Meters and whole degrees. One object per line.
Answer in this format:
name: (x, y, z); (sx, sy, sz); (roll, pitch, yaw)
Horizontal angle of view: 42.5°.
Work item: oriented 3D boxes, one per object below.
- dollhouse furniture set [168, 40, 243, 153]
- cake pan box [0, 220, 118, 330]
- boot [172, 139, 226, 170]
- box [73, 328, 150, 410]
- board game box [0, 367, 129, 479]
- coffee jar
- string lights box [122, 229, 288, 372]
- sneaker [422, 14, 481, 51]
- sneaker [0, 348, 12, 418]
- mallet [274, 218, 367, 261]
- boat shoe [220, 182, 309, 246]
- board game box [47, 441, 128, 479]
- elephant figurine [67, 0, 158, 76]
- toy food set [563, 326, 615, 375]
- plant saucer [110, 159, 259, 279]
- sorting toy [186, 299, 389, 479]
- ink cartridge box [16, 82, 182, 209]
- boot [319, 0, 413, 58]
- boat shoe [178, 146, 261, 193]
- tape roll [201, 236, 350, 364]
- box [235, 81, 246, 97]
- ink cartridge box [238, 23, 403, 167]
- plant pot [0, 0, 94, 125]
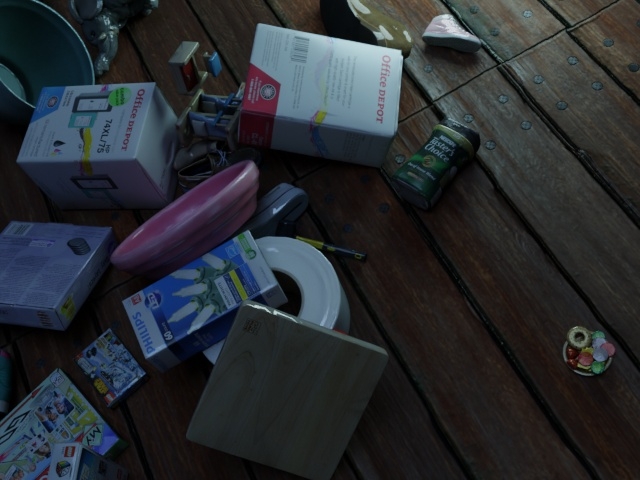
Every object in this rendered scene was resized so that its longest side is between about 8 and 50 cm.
dollhouse furniture set: (-0.229, -0.293, 1.696); (0.129, 0.184, 0.129); (7, 49, 19)
cake pan box: (-0.582, 0.064, 1.671); (0.266, 0.070, 0.246); (3, 40, 16)
boot: (-0.257, -0.191, 1.769); (0.086, 0.042, 0.118); (-8, 31, 28)
box: (-0.403, 0.247, 1.586); (0.094, 0.027, 0.137); (-41, 59, -11)
board game box: (-0.536, 0.418, 1.514); (0.317, 0.046, 0.213); (-45, 59, -12)
coffee jar: (0.230, -0.155, 1.616); (0.096, 0.079, 0.184); (33, 73, 28)
string lights box: (-0.205, 0.109, 1.465); (0.259, 0.077, 0.133); (-30, 59, -3)
sneaker: (0.293, -0.454, 1.786); (0.134, 0.051, 0.070); (17, 72, 27)
sneaker: (-0.734, 0.244, 1.617); (0.295, 0.124, 0.179); (4, 67, 9)
mallet: (0.000, 0.000, 1.605); (0.189, 0.039, 0.063); (8, 100, 15)
boat shoe: (-0.124, -0.031, 1.650); (0.226, 0.083, 0.075); (-38, 46, -21)
board game box: (-0.397, 0.504, 1.340); (0.053, 0.193, 0.306); (-4, 60, 12)
elephant figurine: (-0.530, -0.553, 2.014); (0.239, 0.169, 0.186); (-45, 29, 6)
toy food set: (0.454, 0.189, 1.394); (0.082, 0.020, 0.083); (14, 65, 22)
plant saucer: (-0.246, -0.031, 1.584); (0.332, 0.084, 0.332); (-32, 15, 10)
sorting toy: (-0.057, 0.240, 1.366); (0.255, 0.089, 0.257); (21, 105, -12)
ink cartridge box: (-0.453, -0.196, 1.752); (0.269, 0.197, 0.198); (0, 61, 14)
boot: (0.097, -0.488, 1.851); (0.115, 0.112, 0.305); (-12, 48, -28)
boat shoe: (-0.214, -0.154, 1.740); (0.183, 0.066, 0.066); (-26, 57, -1)
tape roll: (-0.090, 0.139, 1.523); (0.286, 0.100, 0.286); (-6, 59, 11)
box: (-0.096, -0.282, 1.800); (0.206, 0.036, 0.114); (12, 65, 21)
ink cartridge box: (-0.001, -0.292, 1.671); (0.306, 0.131, 0.226); (11, 62, -5)
plant pot: (-0.703, -0.386, 1.903); (0.196, 0.293, 0.293); (-23, 53, 33)
